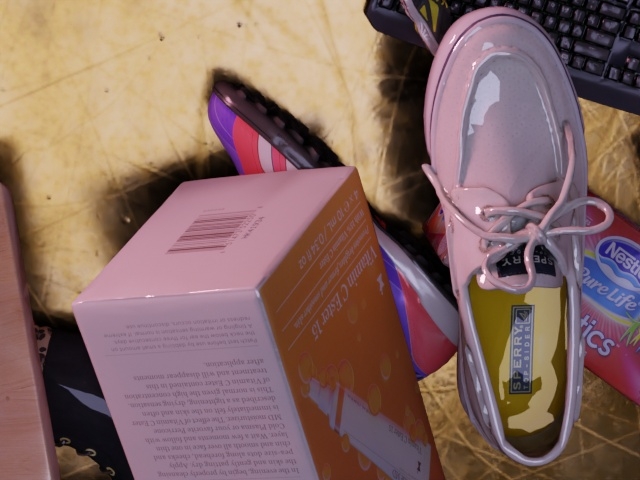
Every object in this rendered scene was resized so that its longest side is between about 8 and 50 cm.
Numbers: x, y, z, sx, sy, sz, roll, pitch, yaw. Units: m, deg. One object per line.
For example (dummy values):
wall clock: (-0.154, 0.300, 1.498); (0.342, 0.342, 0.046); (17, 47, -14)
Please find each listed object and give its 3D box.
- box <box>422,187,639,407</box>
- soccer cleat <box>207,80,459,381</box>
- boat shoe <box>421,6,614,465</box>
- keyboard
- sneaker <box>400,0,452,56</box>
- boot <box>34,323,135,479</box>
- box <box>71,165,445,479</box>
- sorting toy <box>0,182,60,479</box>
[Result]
box: (0.227, 0.029, 1.693); (0.257, 0.128, 0.123); (36, 97, -12)
soccer cleat: (0.000, 0.000, 1.678); (0.116, 0.108, 0.318); (-42, 106, 8)
boat shoe: (0.153, 0.005, 1.533); (0.135, 0.156, 0.367); (-3, 103, -5)
keyboard: (0.215, -0.230, 1.685); (0.317, 0.033, 0.202); (16, 100, -10)
sneaker: (0.090, -0.198, 1.658); (0.035, 0.031, 0.083); (-30, 117, 0)
boot: (-0.196, 0.183, 1.711); (0.178, 0.085, 0.236); (8, 102, -3)
box: (-0.036, 0.143, 1.596); (0.168, 0.215, 0.345); (-5, 116, 26)
sorting toy: (-0.351, 0.103, 1.627); (0.257, 0.089, 0.255); (-12, 84, 9)
